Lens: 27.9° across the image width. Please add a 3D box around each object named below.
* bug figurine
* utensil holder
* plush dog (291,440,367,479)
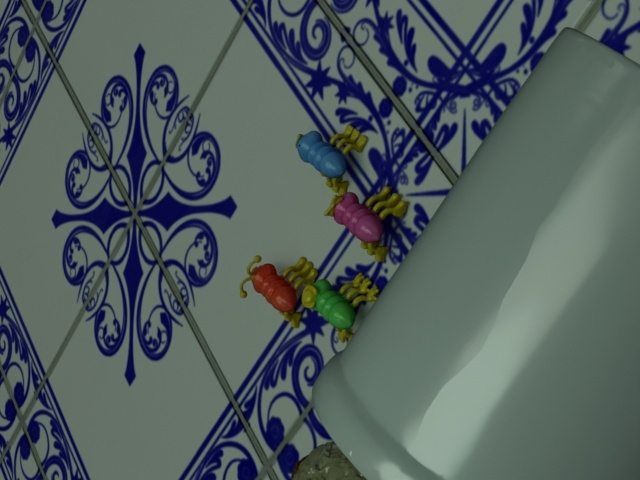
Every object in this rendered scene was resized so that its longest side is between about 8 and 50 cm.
[{"bbox_3d":[0.000,0.000,1.616,0.216,0.072,0.279,37,115,45],"label":"bug figurine"},{"bbox_3d":[0.230,0.060,1.105,0.327,0.327,0.385,43,104,43],"label":"utensil holder"},{"bbox_3d":[0.007,0.341,1.517,0.262,0.210,0.225,1,65,50],"label":"plush dog"}]
